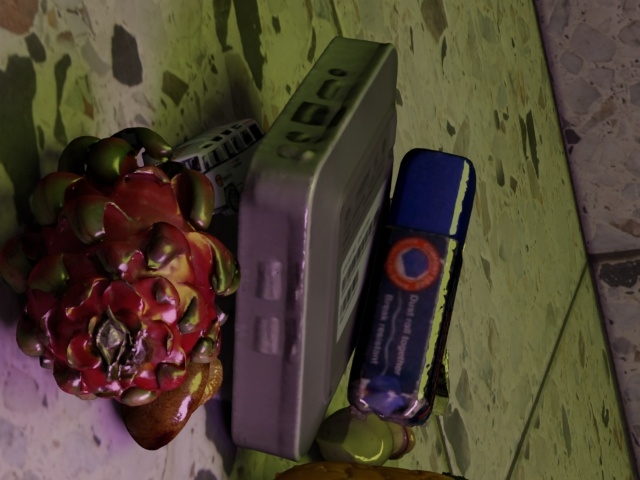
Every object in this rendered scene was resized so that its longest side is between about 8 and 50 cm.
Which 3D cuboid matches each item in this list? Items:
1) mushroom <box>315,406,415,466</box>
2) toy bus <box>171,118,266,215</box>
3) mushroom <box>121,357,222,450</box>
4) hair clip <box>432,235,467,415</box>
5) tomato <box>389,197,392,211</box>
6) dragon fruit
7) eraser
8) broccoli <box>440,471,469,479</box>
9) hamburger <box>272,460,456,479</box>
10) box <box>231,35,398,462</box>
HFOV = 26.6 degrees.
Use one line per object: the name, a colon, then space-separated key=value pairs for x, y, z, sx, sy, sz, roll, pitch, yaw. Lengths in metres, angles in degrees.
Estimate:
mushroom: x=0.059 y=0.264 z=1.796 sx=0.212 sy=0.097 sz=0.088 roll=16 pitch=58 yaw=-66
toy bus: x=-0.118 y=-0.077 z=1.505 sx=0.089 sy=0.087 sz=0.194 roll=70 pitch=25 yaw=-11
mushroom: x=-0.146 y=0.151 z=1.324 sx=0.127 sy=0.087 sz=0.127 roll=-62 pitch=-169 yaw=21
hair clip: x=0.167 y=0.110 z=2.120 sx=0.138 sy=0.091 sz=0.321 roll=33 pitch=65 yaw=-71
tomato: x=0.078 y=0.031 z=1.904 sx=0.189 sy=0.099 sz=0.173 roll=-36 pitch=113 yaw=-78
dragon fruit: x=-0.178 y=0.012 z=1.210 sx=0.198 sy=0.218 sz=0.273 roll=139 pitch=-57 yaw=-72
eraser: x=0.116 y=0.064 z=1.665 sx=0.155 sy=0.101 sz=0.332 roll=55 pitch=48 yaw=-75
broccoli: x=0.169 y=0.461 z=1.759 sx=0.297 sy=0.297 sz=0.298 roll=38 pitch=40 yaw=-16
hamburger: x=0.059 y=0.343 z=1.502 sx=0.318 sy=0.318 sz=0.158 roll=-14 pitch=118 yaw=-67
box: x=0.001 y=0.001 z=1.581 sx=0.396 sy=0.111 sz=0.397 roll=-63 pitch=161 yaw=-54
